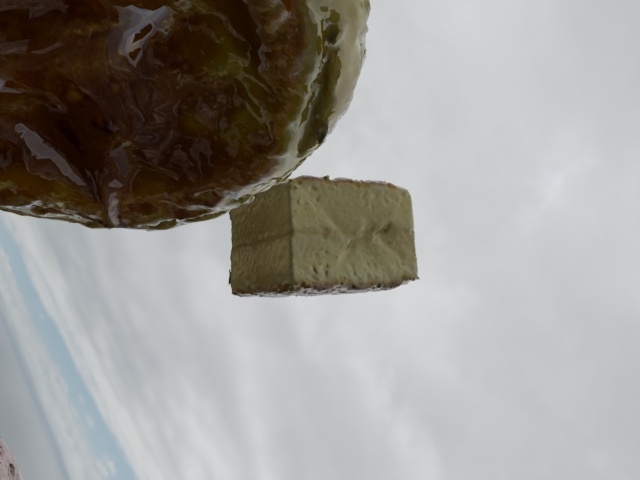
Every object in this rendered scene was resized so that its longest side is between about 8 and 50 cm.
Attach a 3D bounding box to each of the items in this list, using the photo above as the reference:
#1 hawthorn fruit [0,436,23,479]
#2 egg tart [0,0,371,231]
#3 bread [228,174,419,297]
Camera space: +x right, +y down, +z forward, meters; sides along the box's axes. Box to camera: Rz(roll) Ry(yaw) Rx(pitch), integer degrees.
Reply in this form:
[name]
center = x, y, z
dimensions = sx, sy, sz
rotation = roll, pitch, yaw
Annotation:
[hawthorn fruit]
center = -0.352, 0.214, 0.390
dimensions = 0.258, 0.261, 0.259
rotation = 169, -90, -88
[egg tart]
center = -0.180, -0.176, 0.417
dimensions = 0.443, 0.442, 0.178
rotation = 112, -20, -51
[bread]
center = 0.000, 0.000, 1.039
dimensions = 0.279, 0.278, 0.207
rotation = -17, -106, 61
